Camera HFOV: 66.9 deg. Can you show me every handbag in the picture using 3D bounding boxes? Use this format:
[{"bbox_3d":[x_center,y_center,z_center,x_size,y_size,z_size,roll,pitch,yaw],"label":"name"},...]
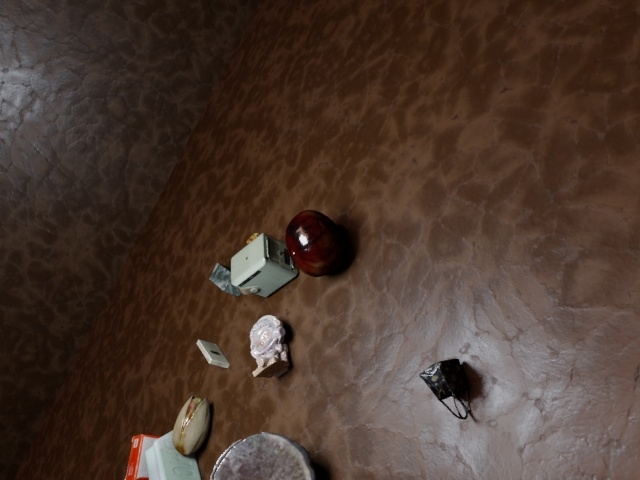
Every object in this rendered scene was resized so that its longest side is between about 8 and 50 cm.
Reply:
[{"bbox_3d":[0.313,0.364,1.167,0.072,0.115,0.139,-37,61,29],"label":"handbag"}]

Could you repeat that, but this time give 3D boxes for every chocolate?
[{"bbox_3d":[-0.164,0.722,1.399,0.213,0.303,0.303,102,172,-62],"label":"chocolate"}]

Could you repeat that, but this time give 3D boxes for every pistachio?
[{"bbox_3d":[-0.502,0.720,1.887,0.144,0.144,0.215,-11,61,46],"label":"pistachio"}]

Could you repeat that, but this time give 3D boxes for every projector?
[{"bbox_3d":[-0.226,0.105,1.883,0.242,0.177,0.163,-36,43,30],"label":"projector"}]

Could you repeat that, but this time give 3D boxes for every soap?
[{"bbox_3d":[-0.562,0.861,1.846,0.095,0.172,0.289,-54,38,10],"label":"soap"}]

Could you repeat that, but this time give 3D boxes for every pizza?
[{"bbox_3d":[-0.304,0.006,2.155,0.083,0.025,0.078,-38,42,29],"label":"pizza"}]

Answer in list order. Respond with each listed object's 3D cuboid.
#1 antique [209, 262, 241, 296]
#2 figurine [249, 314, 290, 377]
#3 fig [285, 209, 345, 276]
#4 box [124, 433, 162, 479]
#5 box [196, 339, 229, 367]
[{"bbox_3d":[-0.411,0.169,2.136,0.183,0.088,0.086,24,88,53],"label":"antique"},{"bbox_3d":[-0.191,0.367,1.718,0.162,0.141,0.237,-37,44,24],"label":"figurine"},{"bbox_3d":[-0.014,0.007,1.666,0.214,0.235,0.235,-12,52,2],"label":"fig"},{"bbox_3d":[-0.732,0.924,2.042,0.099,0.133,0.182,-29,51,39],"label":"box"},{"bbox_3d":[-0.445,0.468,2.002,0.167,0.090,0.024,32,94,53],"label":"box"}]
